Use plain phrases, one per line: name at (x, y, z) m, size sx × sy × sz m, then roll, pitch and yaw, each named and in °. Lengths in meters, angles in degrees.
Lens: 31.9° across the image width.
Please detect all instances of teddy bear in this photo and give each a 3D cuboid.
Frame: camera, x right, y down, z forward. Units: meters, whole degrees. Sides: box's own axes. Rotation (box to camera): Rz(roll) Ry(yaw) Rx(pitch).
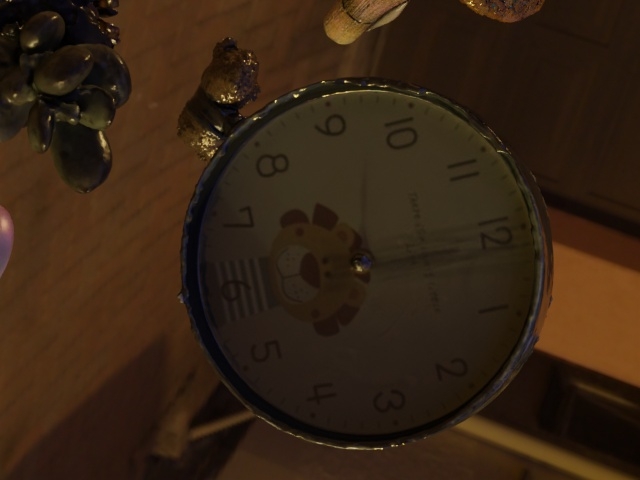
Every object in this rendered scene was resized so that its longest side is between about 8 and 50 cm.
teddy bear at (-0.159, -0.189, 1.743) m, size 0.129 × 0.182 × 0.251 m, roll -20°, pitch 142°, yaw -34°

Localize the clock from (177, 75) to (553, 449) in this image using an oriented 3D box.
clock at (0.033, 0.019, 0.913) m, size 0.061 × 0.313 × 0.312 m, roll 2°, pitch 108°, yaw -77°

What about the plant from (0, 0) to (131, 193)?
plant at (-0.266, -0.165, 1.071) m, size 0.149 × 0.274 × 0.146 m, roll -29°, pitch 131°, yaw -9°

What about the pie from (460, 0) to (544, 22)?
pie at (0.280, -0.473, 1.797) m, size 0.069 × 0.273 × 0.273 m, roll -10°, pitch -128°, yaw 60°

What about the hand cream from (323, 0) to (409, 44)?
hand cream at (0.059, -0.274, 1.221) m, size 0.203 × 0.084 × 0.084 m, roll -36°, pitch -155°, yaw 58°

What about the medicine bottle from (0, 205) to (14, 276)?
medicine bottle at (-0.558, -0.018, 1.510) m, size 0.254 × 0.152 × 0.152 m, roll 25°, pitch 85°, yaw -43°

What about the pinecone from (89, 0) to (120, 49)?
pinecone at (-0.365, -0.294, 1.431) m, size 0.229 × 0.202 × 0.201 m, roll 17°, pitch 101°, yaw -40°
